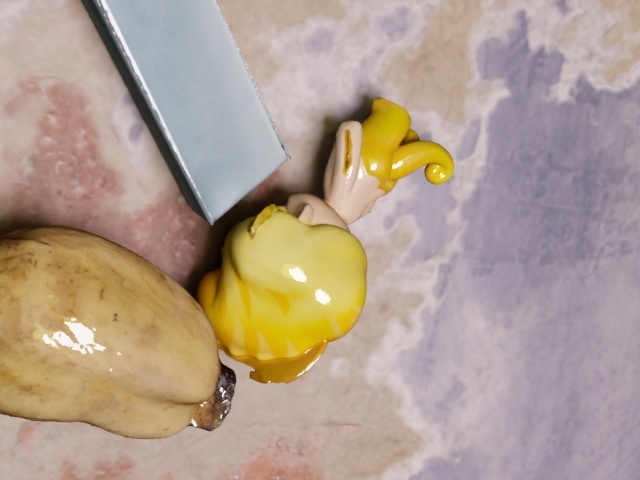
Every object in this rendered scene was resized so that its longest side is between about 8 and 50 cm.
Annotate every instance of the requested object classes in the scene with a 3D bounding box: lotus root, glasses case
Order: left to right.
[{"bbox_3d":[-0.184,0.072,1.027,0.257,0.140,0.154,26,124,-28],"label":"lotus root"},{"bbox_3d":[-0.121,-0.150,1.052,0.105,0.056,0.266,-43,118,-35],"label":"glasses case"}]

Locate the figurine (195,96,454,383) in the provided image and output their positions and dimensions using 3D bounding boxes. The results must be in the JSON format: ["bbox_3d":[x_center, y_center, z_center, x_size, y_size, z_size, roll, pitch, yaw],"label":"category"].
[{"bbox_3d":[0.000,0.000,1.105,0.246,0.131,0.156,-56,152,-11],"label":"figurine"}]
